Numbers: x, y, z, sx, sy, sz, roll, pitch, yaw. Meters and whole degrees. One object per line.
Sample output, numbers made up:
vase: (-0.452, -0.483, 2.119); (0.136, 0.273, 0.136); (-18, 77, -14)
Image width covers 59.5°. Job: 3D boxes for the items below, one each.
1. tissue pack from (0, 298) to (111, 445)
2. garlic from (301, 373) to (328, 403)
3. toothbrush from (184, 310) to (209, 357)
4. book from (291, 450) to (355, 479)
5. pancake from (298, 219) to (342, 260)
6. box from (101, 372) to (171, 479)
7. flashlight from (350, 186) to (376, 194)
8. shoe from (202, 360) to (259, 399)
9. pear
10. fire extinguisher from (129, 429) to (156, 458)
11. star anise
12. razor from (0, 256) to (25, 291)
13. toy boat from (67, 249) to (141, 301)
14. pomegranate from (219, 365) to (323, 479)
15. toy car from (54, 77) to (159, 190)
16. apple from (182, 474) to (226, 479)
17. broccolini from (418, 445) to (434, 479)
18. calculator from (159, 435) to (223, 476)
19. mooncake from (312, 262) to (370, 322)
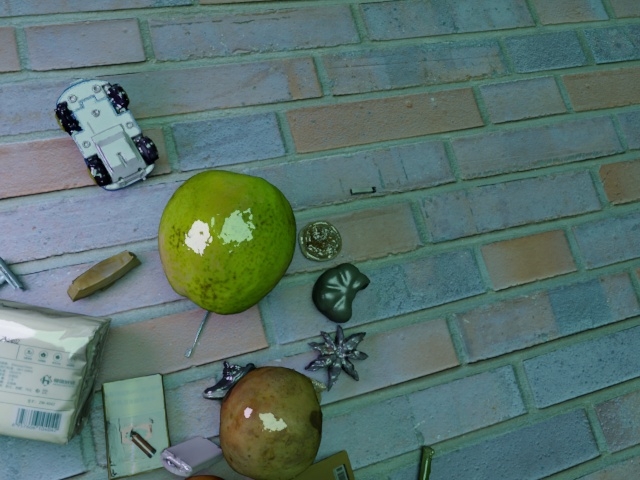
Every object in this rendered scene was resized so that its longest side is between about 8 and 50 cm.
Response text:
tissue pack: (-0.730, 0.295, 1.330); (0.381, 0.207, 0.296); (15, 87, -9)
garlic: (-0.045, 0.424, 1.553); (0.113, 0.074, 0.094); (47, 41, -5)
toothbrush: (-0.339, 0.247, 1.563); (0.014, 0.011, 0.167); (22, 71, -1)
book: (-0.032, 0.716, 1.404); (0.389, 0.032, 0.268); (-1, 72, -46)
pancake: (0.000, 0.000, 1.709); (0.140, 0.022, 0.139); (4, 73, -13)
box: (-0.472, 0.473, 1.437); (0.160, 0.071, 0.239); (-5, 75, -17)
flashlight: (0.137, -0.159, 1.789); (0.084, 0.018, 0.018); (-7, 76, -15)
shoe: (-0.244, 0.372, 1.524); (0.169, 0.071, 0.099); (-14, 76, -21)
pear: (-0.245, 0.009, 1.470); (0.392, 0.391, 0.390); (4, 74, -13)
fire extinguisher: (-0.442, 0.501, 1.386); (0.083, 0.022, 0.028); (44, 106, 1)
star anise: (0.052, 0.333, 1.609); (0.205, 0.061, 0.180); (-8, 77, -16)
razor: (-0.890, 0.152, 1.431); (0.232, 0.068, 0.106); (-40, 87, -15)
toy boat: (-0.580, 0.097, 1.513); (0.206, 0.072, 0.064); (-33, 69, -30)
pomegranate: (-0.122, 0.453, 1.385); (0.282, 0.281, 0.280); (4, 74, -13)
toy car: (-0.598, -0.294, 1.563); (0.198, 0.166, 0.314); (-33, 102, -20)
apple: (-0.284, 0.680, 1.342); (0.234, 0.234, 0.233); (4, 74, -13)
broccolini: (0.262, 0.767, 1.532); (0.079, 0.074, 0.391); (16, 73, -17)
calculator: (-0.320, 0.541, 1.411); (0.100, 0.175, 0.032); (21, 98, 28)
mooncake: (0.065, 0.154, 1.643); (0.169, 0.104, 0.174); (4, 77, -19)
